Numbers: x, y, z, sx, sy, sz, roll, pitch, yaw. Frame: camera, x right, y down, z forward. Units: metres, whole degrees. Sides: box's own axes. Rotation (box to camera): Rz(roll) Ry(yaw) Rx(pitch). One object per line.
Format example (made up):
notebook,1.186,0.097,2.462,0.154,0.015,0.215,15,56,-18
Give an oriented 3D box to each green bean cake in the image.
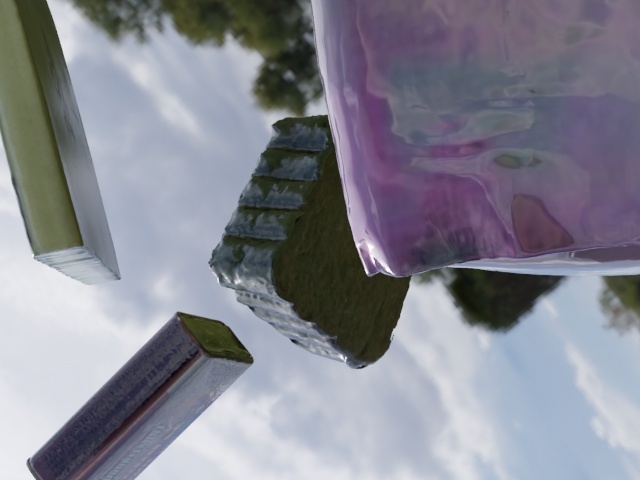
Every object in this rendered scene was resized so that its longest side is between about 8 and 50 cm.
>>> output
green bean cake,0.000,0.000,1.196,0.094,0.181,0.173,3,152,40

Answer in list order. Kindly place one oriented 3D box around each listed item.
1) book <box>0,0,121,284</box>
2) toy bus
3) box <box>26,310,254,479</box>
book,-0.181,-0.093,0.883,0.352,0.035,0.239,138,117,-84
toy bus,0.125,-0.071,0.568,0.386,0.171,0.162,-8,-79,-68
box,-0.179,0.171,1.371,0.069,0.224,0.120,51,-167,22
